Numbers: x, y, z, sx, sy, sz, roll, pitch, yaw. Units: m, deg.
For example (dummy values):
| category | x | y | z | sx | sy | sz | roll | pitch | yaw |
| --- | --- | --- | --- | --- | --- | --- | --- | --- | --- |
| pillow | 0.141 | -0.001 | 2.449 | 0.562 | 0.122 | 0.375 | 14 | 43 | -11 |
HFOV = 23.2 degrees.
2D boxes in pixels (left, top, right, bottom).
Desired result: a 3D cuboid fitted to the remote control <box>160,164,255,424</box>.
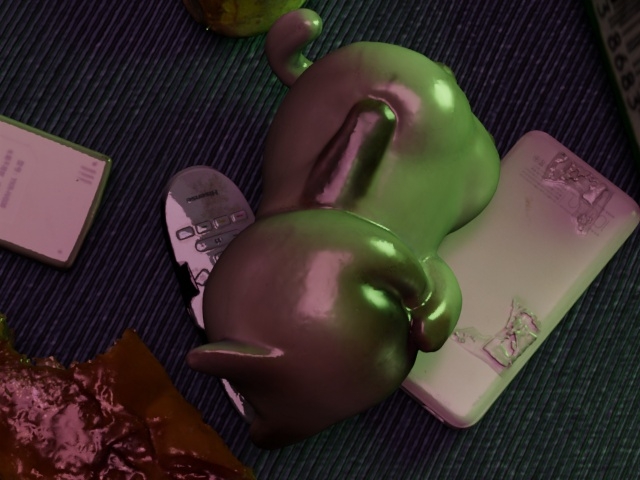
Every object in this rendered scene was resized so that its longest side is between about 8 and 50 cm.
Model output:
| category | x | y | z | sx | sy | sz | roll | pitch | yaw |
| --- | --- | --- | --- | --- | --- | --- | --- | --- | --- |
| remote control | -0.082 | 0.052 | 1.455 | 0.097 | 0.045 | 0.256 | -16 | 80 | -17 |

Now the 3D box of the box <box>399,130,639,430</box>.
| category | x | y | z | sx | sy | sz | roll | pitch | yaw |
| --- | --- | --- | --- | --- | --- | --- | --- | --- | --- |
| box | 0.170 | 0.035 | 1.478 | 0.142 | 0.044 | 0.285 | 40 | 77 | 8 |

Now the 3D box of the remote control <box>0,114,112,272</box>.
| category | x | y | z | sx | sy | sz | roll | pitch | yaw |
| --- | --- | --- | --- | --- | --- | --- | --- | --- | --- |
| remote control | -0.344 | -0.071 | 1.454 | 0.285 | 0.038 | 0.123 | 19 | 79 | -5 |

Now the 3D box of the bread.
| category | x | y | z | sx | sy | sz | roll | pitch | yaw |
| --- | --- | --- | --- | --- | --- | --- | --- | --- | --- |
| bread | -0.169 | 0.207 | 1.380 | 0.185 | 0.109 | 0.380 | -40 | 80 | -11 |

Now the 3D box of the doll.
| category | x | y | z | sx | sy | sz | roll | pitch | yaw |
| --- | --- | --- | --- | --- | --- | --- | --- | --- | --- |
| doll | 0.029 | -0.011 | 1.381 | 0.226 | 0.215 | 0.370 | 4 | 63 | 17 |

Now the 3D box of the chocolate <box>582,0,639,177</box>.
| category | x | y | z | sx | sy | sz | roll | pitch | yaw |
| --- | --- | --- | --- | --- | --- | --- | --- | --- | --- |
| chocolate | 0.438 | -0.245 | 1.503 | 0.341 | 0.161 | 0.360 | -13 | 77 | -10 |

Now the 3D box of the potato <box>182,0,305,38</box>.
| category | x | y | z | sx | sy | sz | roll | pitch | yaw |
| --- | --- | --- | --- | --- | --- | --- | --- | --- | --- |
| potato | -0.057 | -0.307 | 1.511 | 0.149 | 0.113 | 0.251 | 25 | 74 | -1 |
